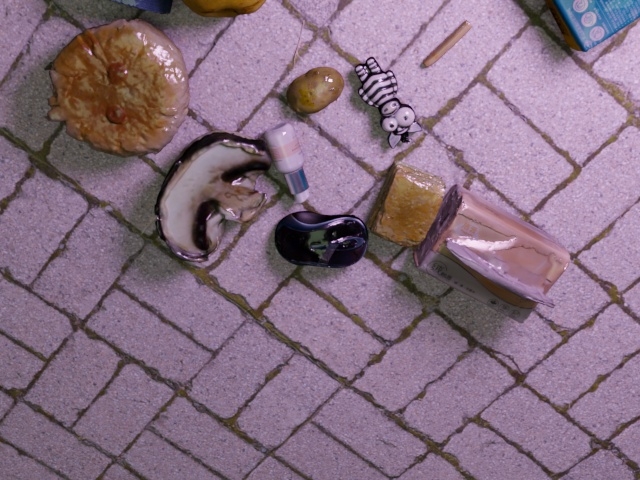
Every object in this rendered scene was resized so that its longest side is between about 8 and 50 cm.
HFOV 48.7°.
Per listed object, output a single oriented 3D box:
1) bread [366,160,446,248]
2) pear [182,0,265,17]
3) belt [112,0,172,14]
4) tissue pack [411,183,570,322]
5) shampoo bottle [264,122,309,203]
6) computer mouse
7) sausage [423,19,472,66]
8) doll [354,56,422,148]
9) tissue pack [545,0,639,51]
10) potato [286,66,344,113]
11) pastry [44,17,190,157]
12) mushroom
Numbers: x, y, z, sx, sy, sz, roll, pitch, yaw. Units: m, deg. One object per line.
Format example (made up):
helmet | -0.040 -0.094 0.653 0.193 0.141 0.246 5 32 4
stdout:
bread | 0.203 -0.078 1.683 0.138 0.102 0.196 23 114 -4
pear | -0.202 -0.560 1.436 0.209 0.209 0.208 1 114 3
belt | -0.412 -0.565 1.487 0.218 0.122 0.128 17 111 -3
tissue pack | 0.400 0.048 1.662 0.306 0.238 0.238 28 112 -9
shampoo bottle | -0.070 -0.180 1.666 0.074 0.074 0.192 -17 111 10
computer mouse | 0.000 0.000 1.731 0.234 0.096 0.137 -3 113 6
sausage | 0.280 -0.433 1.563 0.024 0.024 0.132 42 109 -15
doll | 0.152 -0.310 1.601 0.091 0.067 0.219 -30 111 11
tissue pack | 0.541 -0.547 1.438 0.192 0.134 0.270 -31 109 16
potato | -0.013 -0.338 1.595 0.138 0.070 0.091 -29 108 15
pastry | -0.441 -0.335 1.583 0.330 0.136 0.329 1 113 1
mushroom | -0.256 -0.118 1.684 0.248 0.130 0.344 16 116 -21
